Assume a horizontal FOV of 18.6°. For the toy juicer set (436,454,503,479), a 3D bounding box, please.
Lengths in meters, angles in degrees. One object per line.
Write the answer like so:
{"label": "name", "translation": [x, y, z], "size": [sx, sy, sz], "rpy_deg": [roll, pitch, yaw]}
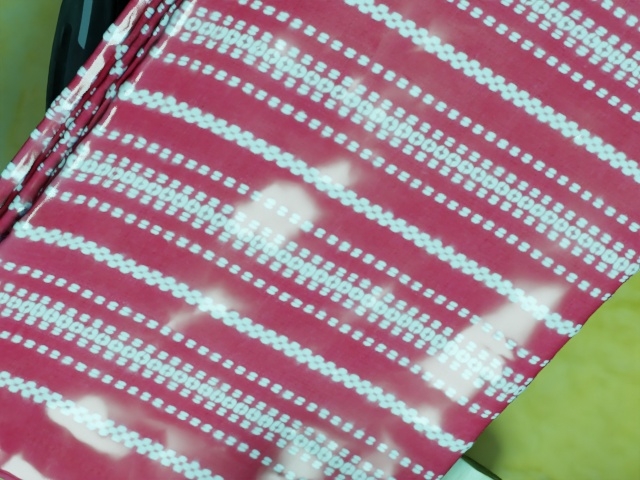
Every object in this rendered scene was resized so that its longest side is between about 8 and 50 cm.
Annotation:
{"label": "toy juicer set", "translation": [0.120, 0.164, 0.666], "size": [0.329, 0.089, 0.209], "rpy_deg": [11, 86, 15]}

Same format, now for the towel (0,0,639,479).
{"label": "towel", "translation": [0.000, 0.000, 0.646], "size": [0.199, 0.031, 0.275], "rpy_deg": [31, 114, -22]}

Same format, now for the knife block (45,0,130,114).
{"label": "knife block", "translation": [-0.034, -0.154, 0.660], "size": [0.088, 0.275, 0.242], "rpy_deg": [10, 55, 4]}
